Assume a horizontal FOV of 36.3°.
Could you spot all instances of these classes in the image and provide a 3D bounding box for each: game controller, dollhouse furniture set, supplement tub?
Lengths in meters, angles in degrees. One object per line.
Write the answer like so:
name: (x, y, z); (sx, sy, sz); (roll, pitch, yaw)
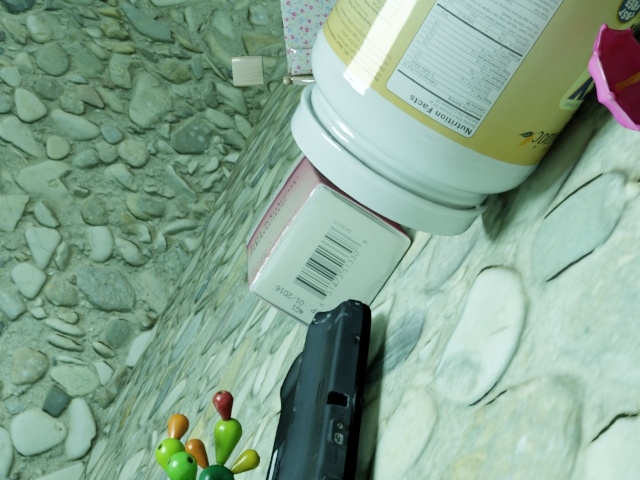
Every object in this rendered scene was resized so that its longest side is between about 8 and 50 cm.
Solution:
game controller: (-0.008, 0.190, 0.920); (0.319, 0.067, 0.166); (-77, 8, -59)
dollhouse furniture set: (0.033, -0.359, 1.360); (0.174, 0.355, 0.303); (-85, -9, -67)
supplement tub: (0.131, -0.183, 0.827); (0.316, 0.228, 0.228); (-58, 11, 26)

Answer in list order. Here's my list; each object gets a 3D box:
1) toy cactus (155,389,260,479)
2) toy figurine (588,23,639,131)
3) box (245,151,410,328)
toy cactus: (-0.108, 0.268, 0.937); (0.219, 0.112, 0.180); (-83, -10, -57)
toy figurine: (0.249, -0.140, 0.640); (0.173, 0.130, 0.159); (54, 128, 51)
box: (0.000, 0.000, 1.162); (0.148, 0.127, 0.232); (-57, 12, 9)
